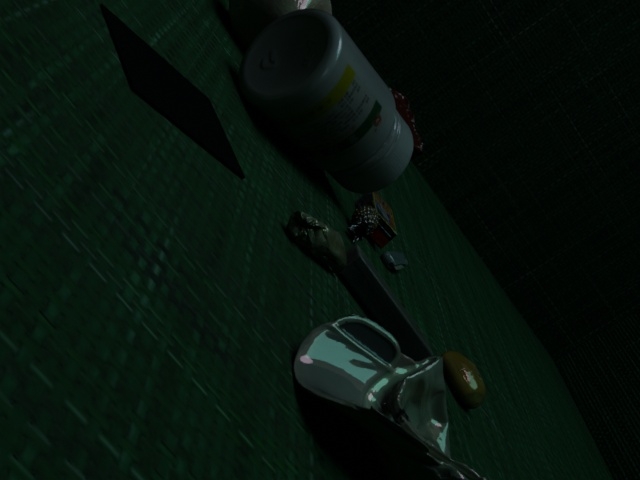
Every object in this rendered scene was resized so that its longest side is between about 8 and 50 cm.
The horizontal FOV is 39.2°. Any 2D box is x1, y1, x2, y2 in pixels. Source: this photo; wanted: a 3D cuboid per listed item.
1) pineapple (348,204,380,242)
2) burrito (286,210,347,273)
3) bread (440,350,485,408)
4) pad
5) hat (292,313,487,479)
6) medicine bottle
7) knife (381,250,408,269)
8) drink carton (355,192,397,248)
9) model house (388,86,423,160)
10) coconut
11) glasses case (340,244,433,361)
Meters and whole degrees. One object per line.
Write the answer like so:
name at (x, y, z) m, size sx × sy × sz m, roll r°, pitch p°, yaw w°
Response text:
pineapple at (0.076, -0.032, 1.683) m, size 0.058 × 0.058 × 0.124 m, roll 56°, pitch 17°, yaw -2°
burrito at (0.000, 0.000, 1.312) m, size 0.041 × 0.055 × 0.149 m, roll 27°, pitch -7°, yaw 38°
bread at (0.267, 0.253, 1.664) m, size 0.082 × 0.056 × 0.115 m, roll 45°, pitch 17°, yaw -45°
pad at (-0.188, -0.189, 1.174) m, size 0.245 × 0.006 × 0.170 m, roll 40°, pitch 19°, yaw -54°
hat at (0.067, 0.206, 0.983) m, size 0.225 × 0.164 × 0.219 m, roll 12°, pitch 26°, yaw -10°
medicine bottle at (0.023, -0.240, 1.645) m, size 0.339 × 0.208 × 0.208 m, roll 43°, pitch 18°, yaw -48°
knife at (0.156, 0.043, 1.859) m, size 0.044 × 0.023 × 0.162 m, roll 56°, pitch 12°, yaw 10°
drink carton at (0.113, -0.046, 1.853) m, size 0.071 × 0.056 × 0.166 m, roll 45°, pitch 14°, yaw -13°
model house at (0.087, -0.271, 2.030) m, size 0.254 × 0.160 × 0.196 m, roll 26°, pitch 40°, yaw -44°
coconut at (-0.082, -0.473, 1.849) m, size 0.224 × 0.224 × 0.234 m, roll 52°, pitch 16°, yaw -20°
glasses case at (0.101, 0.106, 1.427) m, size 0.205 × 0.047 × 0.071 m, roll 53°, pitch 8°, yaw -13°
